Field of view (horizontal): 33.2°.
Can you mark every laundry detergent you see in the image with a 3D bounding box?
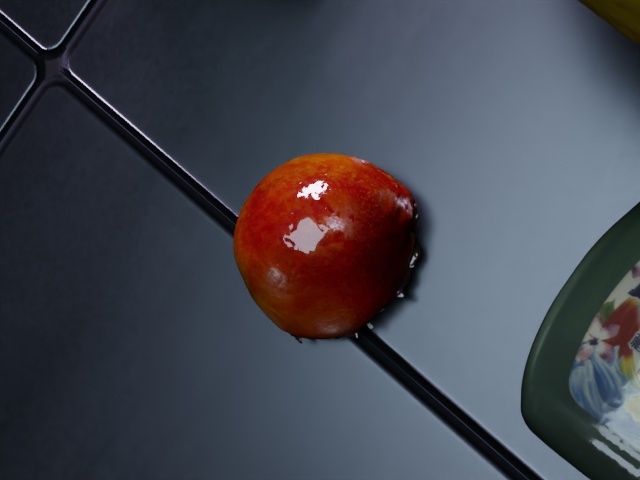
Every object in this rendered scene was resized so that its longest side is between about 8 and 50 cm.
[{"bbox_3d":[0.192,0.018,0.445,0.144,0.078,0.222,37,95,20],"label":"laundry detergent"}]

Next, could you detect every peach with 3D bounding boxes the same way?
[{"bbox_3d":[-0.001,0.001,0.529,0.098,0.061,0.098,-6,76,26],"label":"peach"}]

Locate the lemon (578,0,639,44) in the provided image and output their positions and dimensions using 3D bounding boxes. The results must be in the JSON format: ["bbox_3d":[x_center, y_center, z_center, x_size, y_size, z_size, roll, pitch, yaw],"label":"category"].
[{"bbox_3d":[0.171,-0.200,0.384,0.260,0.260,0.284,-5,86,21],"label":"lemon"}]
